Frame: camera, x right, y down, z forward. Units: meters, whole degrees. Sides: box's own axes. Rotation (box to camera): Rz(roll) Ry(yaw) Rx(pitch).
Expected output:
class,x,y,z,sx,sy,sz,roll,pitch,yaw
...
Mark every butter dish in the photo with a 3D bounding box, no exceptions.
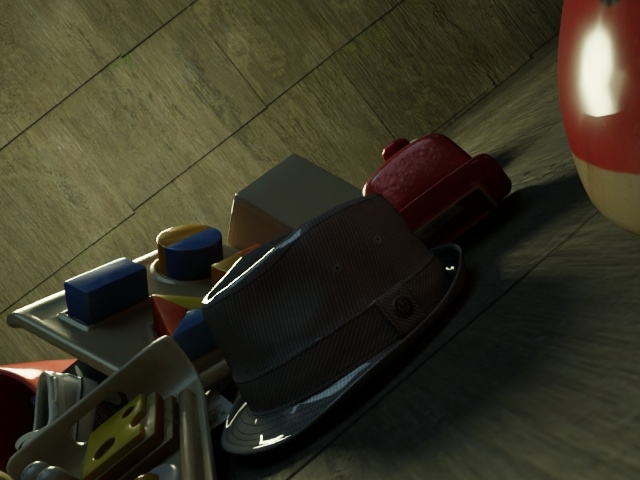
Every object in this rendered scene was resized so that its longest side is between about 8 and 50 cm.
class,x,y,z,sx,sy,sz,roll,pitch,yaw
butter dish,0.109,-0.061,0.835,0.160,0.118,0.160,-37,-22,14

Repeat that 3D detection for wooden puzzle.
class,x,y,z,sx,sy,sz,roll,pitch,yaw
wooden puzzle,-0.176,0.065,0.979,0.348,0.080,0.322,13,27,36

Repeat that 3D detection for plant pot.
class,x,y,z,sx,sy,sz,roll,pitch,yaw
plant pot,-0.535,0.353,1.481,0.275,0.275,0.243,-38,-8,18

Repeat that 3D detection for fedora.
class,x,y,z,sx,sy,sz,roll,pitch,yaw
fedora,-0.006,0.050,0.671,0.275,0.124,0.244,-36,6,-20

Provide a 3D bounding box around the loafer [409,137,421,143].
class,x,y,z,sx,sy,sz,roll,pitch,yaw
loafer,0.185,-0.122,1.291,0.111,0.112,0.319,-33,12,6

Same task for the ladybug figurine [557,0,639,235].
class,x,y,z,sx,sy,sz,roll,pitch,yaw
ladybug figurine,0.251,-0.149,0.395,0.305,0.162,0.449,-36,4,32

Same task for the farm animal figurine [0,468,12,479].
class,x,y,z,sx,sy,sz,roll,pitch,yaw
farm animal figurine,-0.471,0.382,0.946,0.330,0.172,0.327,-38,3,12

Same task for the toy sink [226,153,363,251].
class,x,y,z,sx,sy,sz,roll,pitch,yaw
toy sink,0.000,0.000,1.141,0.153,0.234,0.131,-43,-24,-44

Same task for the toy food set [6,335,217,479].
class,x,y,z,sx,sy,sz,roll,pitch,yaw
toy food set,-0.203,0.207,0.639,0.220,0.092,0.306,-39,19,1

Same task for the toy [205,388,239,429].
class,x,y,z,sx,sy,sz,roll,pitch,yaw
toy,-0.160,0.217,0.818,0.137,0.056,0.237,-36,7,-18

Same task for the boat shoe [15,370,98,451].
class,x,y,z,sx,sy,sz,roll,pitch,yaw
boat shoe,-0.339,0.271,0.948,0.095,0.084,0.258,-55,27,24

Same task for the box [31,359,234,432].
class,x,y,z,sx,sy,sz,roll,pitch,yaw
box,-0.272,0.212,1.126,0.270,0.165,0.143,-36,2,35
